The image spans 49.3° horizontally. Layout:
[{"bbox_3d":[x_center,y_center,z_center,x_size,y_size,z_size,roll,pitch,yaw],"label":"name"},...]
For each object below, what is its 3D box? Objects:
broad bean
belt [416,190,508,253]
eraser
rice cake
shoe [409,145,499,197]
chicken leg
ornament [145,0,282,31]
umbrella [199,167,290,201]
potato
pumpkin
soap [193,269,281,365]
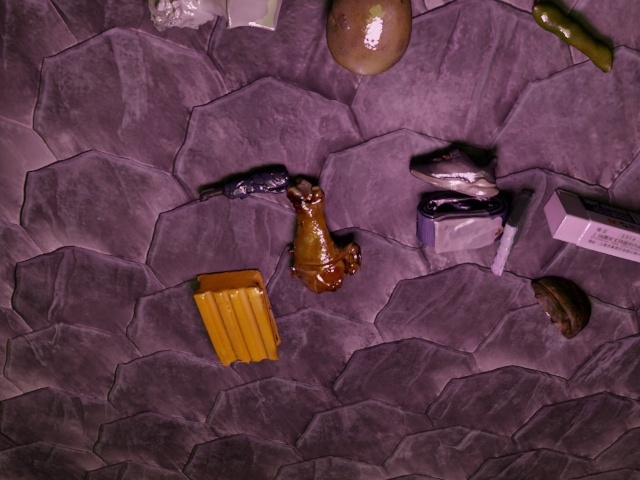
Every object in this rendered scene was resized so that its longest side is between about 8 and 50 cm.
[{"bbox_3d":[0.554,-0.441,1.509,0.256,0.052,0.053,28,168,-24],"label":"broad bean"},{"bbox_3d":[0.361,-0.060,1.784,0.231,0.139,0.126,-4,131,-1],"label":"belt"},{"bbox_3d":[0.728,-0.034,1.801,0.287,0.130,0.086,15,128,-10],"label":"eraser"},{"bbox_3d":[0.491,-0.021,1.783,0.037,0.198,0.189,22,136,18],"label":"rice cake"},{"bbox_3d":[0.337,-0.178,1.722,0.228,0.099,0.112,18,102,11],"label":"shoe"},{"bbox_3d":[0.010,0.012,1.863,0.212,0.140,0.361,8,135,6],"label":"chicken leg"},{"bbox_3d":[-0.219,-0.498,1.442,0.285,0.120,0.130,0,112,0],"label":"ornament"},{"bbox_3d":[-0.199,-0.136,1.790,0.248,0.071,0.071,-9,130,9],"label":"umbrella"},{"bbox_3d":[0.106,-0.462,1.441,0.174,0.159,0.251,-13,147,-21],"label":"potato"},{"bbox_3d":[0.721,0.215,1.995,0.111,0.163,0.278,-32,121,21],"label":"pumpkin"},{"bbox_3d":[-0.240,0.236,2.096,0.204,0.096,0.324,-5,131,7],"label":"soap"}]
